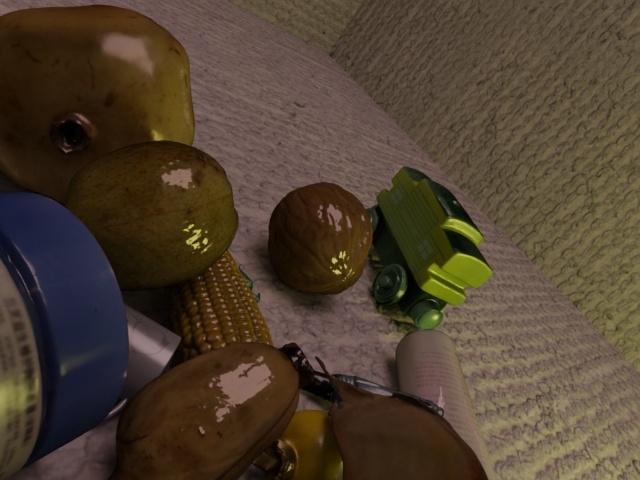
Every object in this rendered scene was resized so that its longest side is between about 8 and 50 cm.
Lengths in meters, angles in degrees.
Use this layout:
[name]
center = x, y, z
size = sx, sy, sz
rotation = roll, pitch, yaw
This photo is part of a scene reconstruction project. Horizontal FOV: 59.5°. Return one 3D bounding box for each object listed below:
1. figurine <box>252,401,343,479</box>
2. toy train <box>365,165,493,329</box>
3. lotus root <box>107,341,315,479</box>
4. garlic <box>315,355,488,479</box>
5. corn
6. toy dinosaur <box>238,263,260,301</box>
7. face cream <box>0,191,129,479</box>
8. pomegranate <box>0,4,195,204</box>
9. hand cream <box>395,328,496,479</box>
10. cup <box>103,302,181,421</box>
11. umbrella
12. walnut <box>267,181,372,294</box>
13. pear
[figurine]
center = 0.031, 0.305, 0.751
size = 0.185, 0.127, 0.234
rotation = 58, 19, 21
[toy train]
center = 0.237, 0.003, 1.366
size = 0.179, 0.272, 0.442
rotation = 27, 27, -30
[lotus root]
center = -0.126, 0.199, 0.618
size = 0.257, 0.154, 0.140
rotation = -32, 66, -25
[garlic]
center = 0.085, 0.251, 0.614
size = 0.196, 0.151, 0.338
rotation = 26, 22, -10
[corn]
center = -0.159, 0.097, 0.820
size = 0.130, 0.130, 0.347
rotation = 17, 32, -40
[toy dinosaur]
center = -0.130, 0.078, 1.024
size = 0.062, 0.021, 0.083
rotation = 39, 27, -16
[face cream]
center = -0.325, 0.089, 0.454
size = 0.249, 0.249, 0.225
rotation = 46, 25, 15
[pomegranate]
center = -0.356, -0.212, 0.866
size = 0.333, 0.332, 0.332
rotation = 31, 25, -17
[hand cream]
center = 0.212, 0.318, 0.994
size = 0.186, 0.118, 0.358
rotation = 20, 35, -16
[cup]
center = -0.251, 0.135, 0.660
size = 0.133, 0.099, 0.136
rotation = 35, 24, -10
[umbrella]
center = 0.079, 0.253, 0.900
size = 0.251, 0.053, 0.052
rotation = 20, 30, -3
[walnut]
center = 0.000, 0.000, 1.119
size = 0.228, 0.228, 0.228
rotation = 31, 25, -17
[pear]
center = -0.217, -0.033, 0.738
size = 0.211, 0.188, 0.228
rotation = -15, 7, -19
